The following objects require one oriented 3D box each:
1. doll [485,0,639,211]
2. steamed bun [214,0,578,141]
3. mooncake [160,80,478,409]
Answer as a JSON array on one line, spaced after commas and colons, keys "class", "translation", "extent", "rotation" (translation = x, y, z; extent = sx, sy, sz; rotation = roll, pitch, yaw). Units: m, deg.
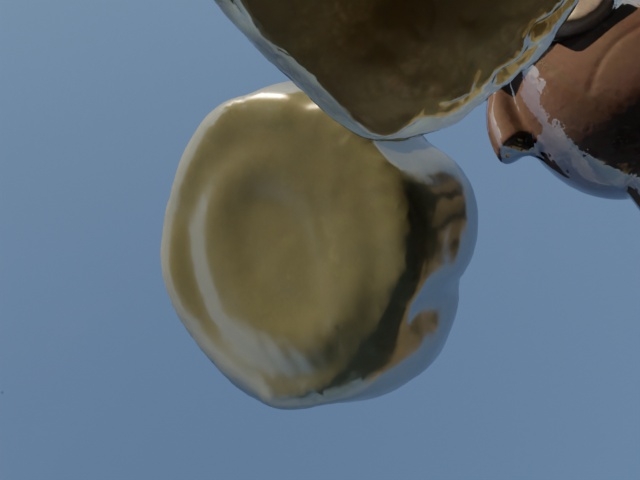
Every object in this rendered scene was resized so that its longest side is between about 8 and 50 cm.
[{"class": "doll", "translation": [0.167, -0.115, 0.800], "extent": [0.182, 0.117, 0.257], "rotation": [-37, -111, -12]}, {"class": "steamed bun", "translation": [0.016, -0.135, 0.462], "extent": [0.141, 0.155, 0.172], "rotation": [-41, -81, 5]}, {"class": "mooncake", "translation": [0.000, 0.000, 0.966], "extent": [0.135, 0.275, 0.274], "rotation": [-15, -93, -48]}]
